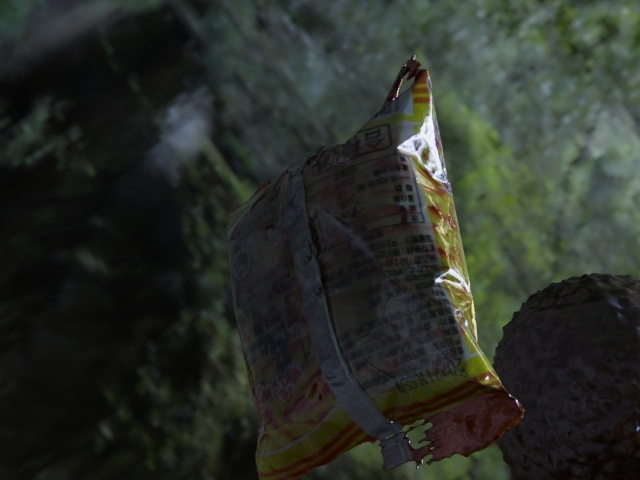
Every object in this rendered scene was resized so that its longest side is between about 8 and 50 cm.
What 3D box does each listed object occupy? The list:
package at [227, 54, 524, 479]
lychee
[{"bbox_3d":[0.015,0.036,1.275,0.108,0.288,0.223,19,141,-40],"label":"package"},{"bbox_3d":[0.297,0.154,1.857,0.260,0.260,0.260,-34,-178,2],"label":"lychee"}]
